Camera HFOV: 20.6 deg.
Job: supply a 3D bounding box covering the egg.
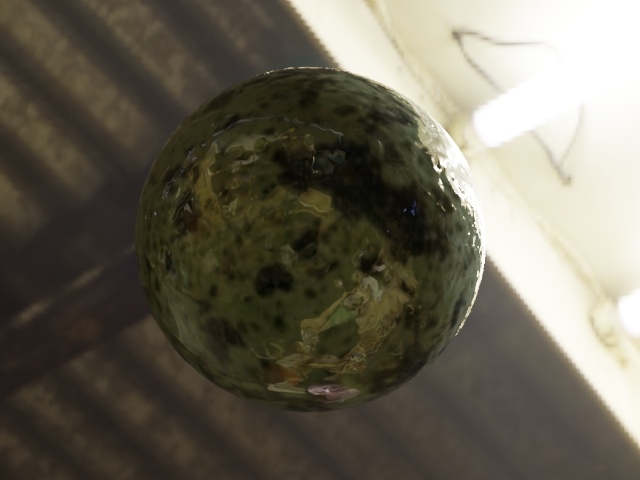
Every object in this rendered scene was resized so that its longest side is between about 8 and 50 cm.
[{"bbox_3d":[0.000,0.000,0.687,0.132,0.172,0.132,0,-91,18],"label":"egg"}]
